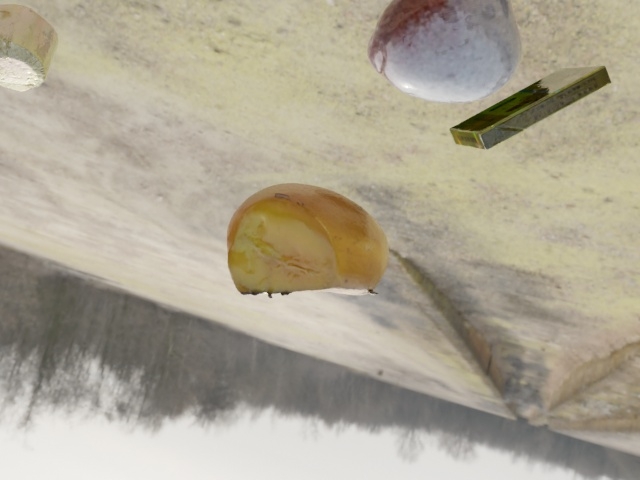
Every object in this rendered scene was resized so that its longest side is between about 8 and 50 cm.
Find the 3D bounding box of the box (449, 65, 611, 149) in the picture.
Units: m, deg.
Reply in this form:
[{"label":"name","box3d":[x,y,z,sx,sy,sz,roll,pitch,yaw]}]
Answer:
[{"label":"box","box3d":[0.287,-0.186,0.982,0.030,0.193,0.121,61,178,-14]}]

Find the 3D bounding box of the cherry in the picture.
[{"label":"cherry","box3d":[0.297,-0.456,1.605,0.326,0.335,0.291,43,-170,-19]}]

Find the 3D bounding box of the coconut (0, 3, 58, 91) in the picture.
[{"label":"coconut","box3d":[-0.479,-0.314,1.116,0.116,0.122,0.116,2,154,1]}]

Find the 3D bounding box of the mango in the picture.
[{"label":"mango","box3d":[0.000,0.000,0.893,0.187,0.138,0.257,12,-172,15]}]
